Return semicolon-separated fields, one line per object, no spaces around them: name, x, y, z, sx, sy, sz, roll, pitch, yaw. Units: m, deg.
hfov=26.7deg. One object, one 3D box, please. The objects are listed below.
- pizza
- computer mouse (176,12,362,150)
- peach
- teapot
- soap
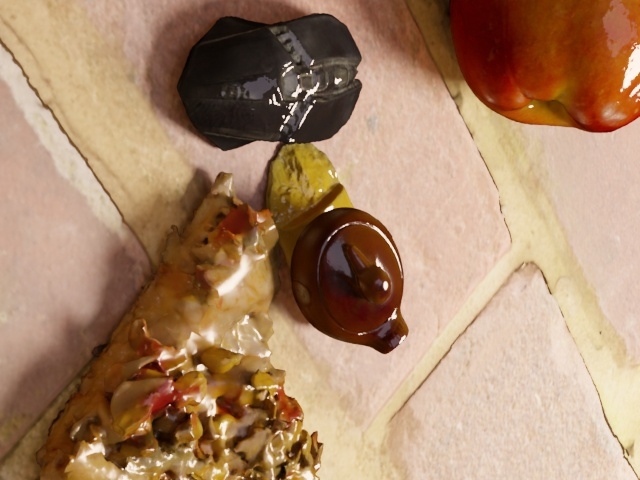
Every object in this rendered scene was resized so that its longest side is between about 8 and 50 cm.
pizza;-0.069;0.121;1.060;0.251;0.074;0.287;45;67;-41
computer mouse;-0.029;-0.126;1.067;0.192;0.062;0.105;-11;104;-41
peach;0.218;-0.215;1.198;0.244;0.199;0.243;1;88;-30
teapot;0.031;0.035;1.090;0.098;0.078;0.129;-39;121;-22
soap;0.000;0.000;1.132;0.089;0.033;0.168;-44;122;-30
